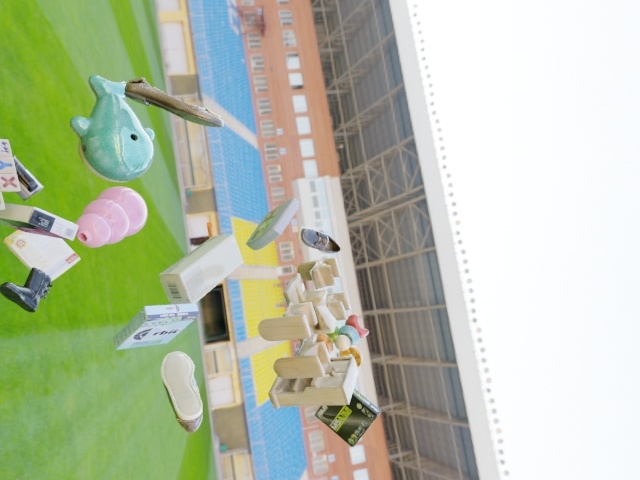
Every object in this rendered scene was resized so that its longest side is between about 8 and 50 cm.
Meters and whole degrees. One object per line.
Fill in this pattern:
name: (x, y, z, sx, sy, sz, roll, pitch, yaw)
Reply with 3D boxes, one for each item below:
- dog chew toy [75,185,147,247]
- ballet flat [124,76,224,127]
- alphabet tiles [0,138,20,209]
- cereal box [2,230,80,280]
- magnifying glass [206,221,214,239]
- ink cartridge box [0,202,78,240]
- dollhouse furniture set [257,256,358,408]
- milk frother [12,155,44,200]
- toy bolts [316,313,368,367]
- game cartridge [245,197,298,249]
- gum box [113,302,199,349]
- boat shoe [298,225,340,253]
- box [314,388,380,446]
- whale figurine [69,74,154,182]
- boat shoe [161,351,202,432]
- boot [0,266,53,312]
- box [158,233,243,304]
dog chew toy: (-0.816, -0.079, 1.880, 0.332, 0.206, 0.207, -67, 158, -62)
ballet flat: (-0.356, -0.341, 1.205, 0.084, 0.249, 0.058, 164, -56, -82)
alphabet tiles: (-1.060, -0.219, 1.397, 0.011, 0.342, 0.285, -18, -94, 34)
cereal box: (-1.148, 0.043, 2.014, 0.047, 0.173, 0.240, -24, -71, 45)
magnifying glass: (-0.411, 0.019, 1.860, 0.231, 0.026, 0.092, 97, -26, -46)
ink cartridge box: (-1.038, -0.076, 1.694, 0.175, 0.370, 0.069, 39, 65, -59)
dollhouse furniture set: (-0.064, 0.309, 1.525, 0.362, 0.256, 0.394, -58, 134, -61)
milk frother: (-1.037, -0.189, 1.633, 0.135, 0.143, 0.129, 56, -17, -26)
toy bolts: (0.082, 0.421, 1.905, 0.218, 0.158, 0.228, 49, -51, 5)
game cartridge: (-0.207, -0.055, 2.013, 0.294, 0.060, 0.196, -25, -146, 58)
gum box: (-0.446, 0.233, 1.326, 0.184, 0.157, 0.041, -39, -117, 32)
boat shoe: (0.000, 0.000, 2.341, 0.285, 0.092, 0.103, 31, 68, -51)
box: (0.096, 0.624, 1.769, 0.191, 0.184, 0.045, -59, 166, 25)
whale figurine: (-0.504, -0.285, 1.216, 0.141, 0.216, 0.272, -12, -98, 41)
boat shoe: (-0.482, 0.520, 1.700, 0.324, 0.116, 0.097, 47, -40, 50)
boot: (-0.733, 0.112, 1.220, 0.121, 0.045, 0.099, 67, 23, -47)
box: (-0.368, 0.087, 1.533, 0.275, 0.094, 0.113, -44, 124, -53)
